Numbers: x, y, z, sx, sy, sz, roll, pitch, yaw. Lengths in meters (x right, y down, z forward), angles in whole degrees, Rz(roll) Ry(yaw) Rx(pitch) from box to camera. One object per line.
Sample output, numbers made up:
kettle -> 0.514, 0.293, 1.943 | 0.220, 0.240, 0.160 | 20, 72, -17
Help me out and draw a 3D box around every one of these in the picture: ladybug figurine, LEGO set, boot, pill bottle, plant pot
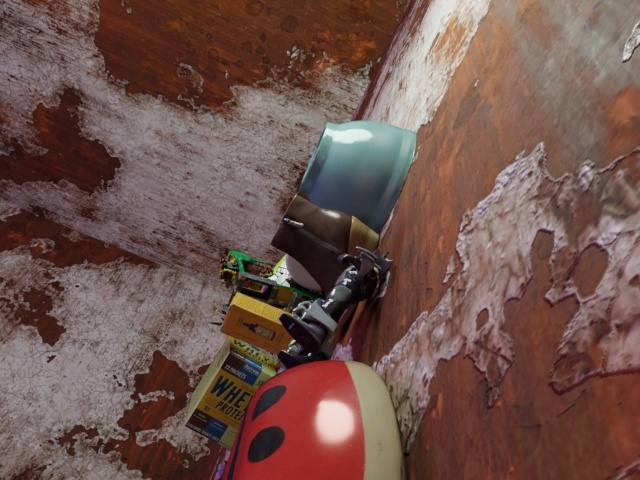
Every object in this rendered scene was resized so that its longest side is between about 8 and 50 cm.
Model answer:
ladybug figurine -> -0.028, 0.293, 0.574 | 0.449, 0.161, 0.305 | -90, 24, -74
LEGO set -> -0.134, 0.178, 1.317 | 0.192, 0.331, 0.255 | -68, 27, 11
boot -> -0.010, 0.050, 1.051 | 0.090, 0.206, 0.249 | 149, 143, -79
pill bottle -> 0.000, 0.000, 1.355 | 0.283, 0.160, 0.160 | -81, 16, -67
plant pot -> 0.068, -0.157, 1.188 | 0.293, 0.196, 0.293 | -157, 90, -84

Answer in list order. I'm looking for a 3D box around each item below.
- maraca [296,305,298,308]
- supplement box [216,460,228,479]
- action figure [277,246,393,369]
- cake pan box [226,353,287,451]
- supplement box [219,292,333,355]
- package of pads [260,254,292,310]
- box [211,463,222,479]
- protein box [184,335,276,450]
maraca -> -0.115, 0.276, 1.645 | 0.186, 0.099, 0.127 | -50, -3, -34
supplement box -> -0.178, 0.563, 1.116 | 0.239, 0.073, 0.130 | -40, 28, 58
action figure -> 0.030, 0.101, 0.874 | 0.285, 0.099, 0.185 | -46, -17, -52
cake pan box -> -0.142, 0.410, 1.361 | 0.267, 0.070, 0.246 | -54, 9, 21
supplement box -> -0.093, 0.197, 1.105 | 0.080, 0.233, 0.078 | -90, 24, -73
package of pads -> -0.102, 0.120, 1.732 | 0.296, 0.101, 0.229 | -51, -4, -40
box -> -0.392, 0.945, 1.748 | 0.201, 0.057, 0.293 | -80, 15, -61
protein box -> -0.222, 0.371, 1.280 | 0.201, 0.135, 0.200 | -59, 10, -2
